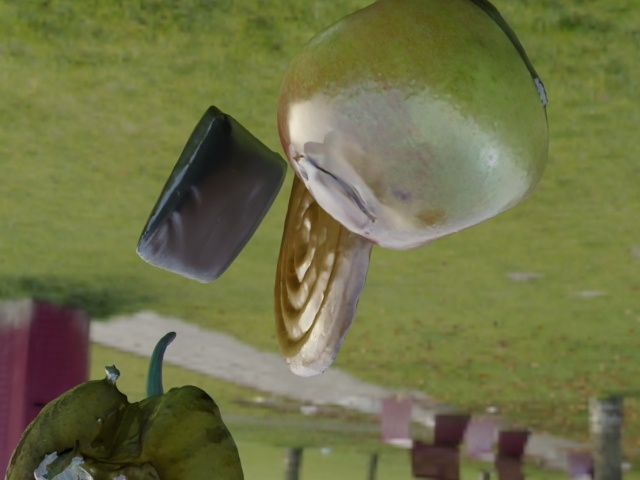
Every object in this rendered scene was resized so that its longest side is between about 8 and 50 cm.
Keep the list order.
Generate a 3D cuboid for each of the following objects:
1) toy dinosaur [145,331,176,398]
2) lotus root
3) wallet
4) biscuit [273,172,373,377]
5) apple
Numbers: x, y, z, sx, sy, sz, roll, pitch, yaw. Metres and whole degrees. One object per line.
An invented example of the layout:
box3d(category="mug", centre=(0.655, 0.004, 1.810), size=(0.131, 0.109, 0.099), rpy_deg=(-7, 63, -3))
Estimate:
box3d(category="toy dinosaur", centre=(-0.165, 0.328, 1.196), size=(0.331, 0.383, 0.129), rpy_deg=(35, 180, 36))
box3d(category="lotus root", centre=(-0.142, 0.188, 0.815), size=(0.183, 0.204, 0.078), rpy_deg=(-29, 165, 10))
box3d(category="wallet", centre=(-0.114, -0.042, 1.230), size=(0.052, 0.169, 0.245), rpy_deg=(31, 178, 15))
box3d(category="biscuit", centre=(-0.001, 0.000, 1.134), size=(0.037, 0.262, 0.262), rpy_deg=(11, 165, -14))
box3d(category="apple", centre=(0.073, -0.090, 0.936), size=(0.207, 0.188, 0.174), rpy_deg=(-32, 173, 23))
